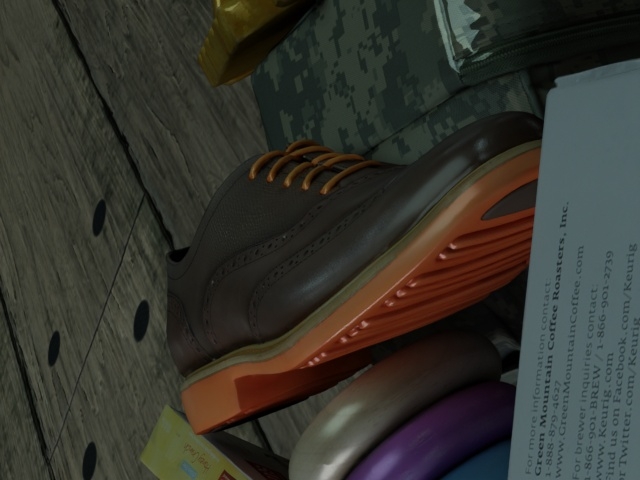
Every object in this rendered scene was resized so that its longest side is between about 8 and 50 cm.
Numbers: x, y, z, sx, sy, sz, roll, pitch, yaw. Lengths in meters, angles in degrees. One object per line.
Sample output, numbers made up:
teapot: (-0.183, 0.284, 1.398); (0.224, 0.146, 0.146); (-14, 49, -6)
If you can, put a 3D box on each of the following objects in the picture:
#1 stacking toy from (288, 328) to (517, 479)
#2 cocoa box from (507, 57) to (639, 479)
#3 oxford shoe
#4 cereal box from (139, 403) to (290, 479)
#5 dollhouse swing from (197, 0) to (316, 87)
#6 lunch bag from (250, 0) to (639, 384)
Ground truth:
stacking toy: (0.129, 0.208, 0.810); (0.330, 0.141, 0.141); (51, 131, 22)
cocoa box: (0.227, 0.110, 0.608); (0.231, 0.228, 0.347); (-7, 74, 61)
oxford shoe: (0.000, 0.000, 0.827); (0.363, 0.130, 0.133); (-35, 74, 52)
cereal box: (0.016, 0.189, 0.991); (0.047, 0.240, 0.173); (-63, 27, -2)
dollhouse swing: (-0.004, -0.324, 1.050); (0.305, 0.315, 0.347); (60, 172, -3)
lunch bag: (0.116, -0.044, 0.920); (0.305, 0.212, 0.256); (-28, 75, 58)
